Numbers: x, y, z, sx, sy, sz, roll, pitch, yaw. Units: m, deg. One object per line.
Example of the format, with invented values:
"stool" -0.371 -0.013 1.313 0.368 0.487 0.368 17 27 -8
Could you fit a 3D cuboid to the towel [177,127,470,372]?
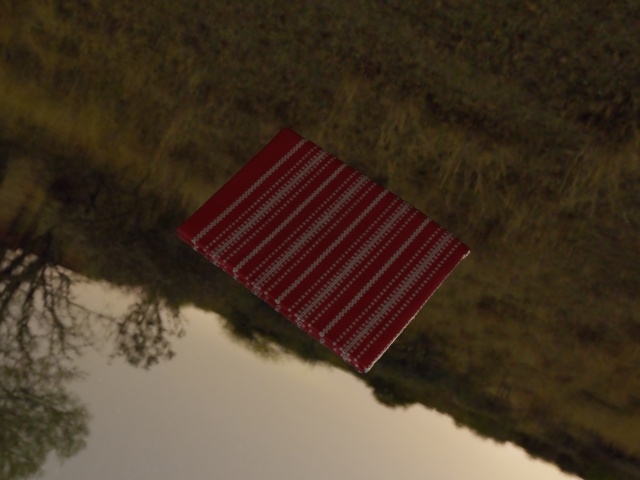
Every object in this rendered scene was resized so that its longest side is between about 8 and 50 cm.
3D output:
"towel" 0.000 0.000 0.865 0.275 0.199 0.031 35 155 19
